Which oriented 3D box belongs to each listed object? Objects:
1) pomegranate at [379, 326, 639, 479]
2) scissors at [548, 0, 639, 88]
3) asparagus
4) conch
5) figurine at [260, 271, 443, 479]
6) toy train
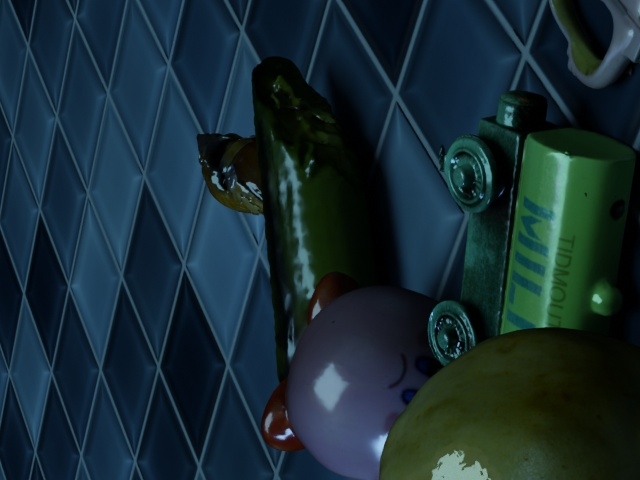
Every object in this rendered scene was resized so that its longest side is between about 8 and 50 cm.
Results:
[{"bbox_3d":[0.160,0.166,1.344,0.233,0.233,0.233,177,90,-66],"label":"pomegranate"},{"bbox_3d":[0.232,-0.142,1.380,0.317,0.024,0.160,-117,35,-43],"label":"scissors"},{"bbox_3d":[0.000,0.000,1.816,0.128,0.108,0.382,123,140,-76],"label":"asparagus"},{"bbox_3d":[-0.050,-0.061,1.967,0.232,0.086,0.080,16,68,52],"label":"conch"},{"bbox_3d":[0.055,0.122,1.645,0.173,0.173,0.173,177,90,-66],"label":"figurine"},{"bbox_3d":[0.165,0.022,1.479,0.157,0.105,0.253,28,119,46],"label":"toy train"}]
